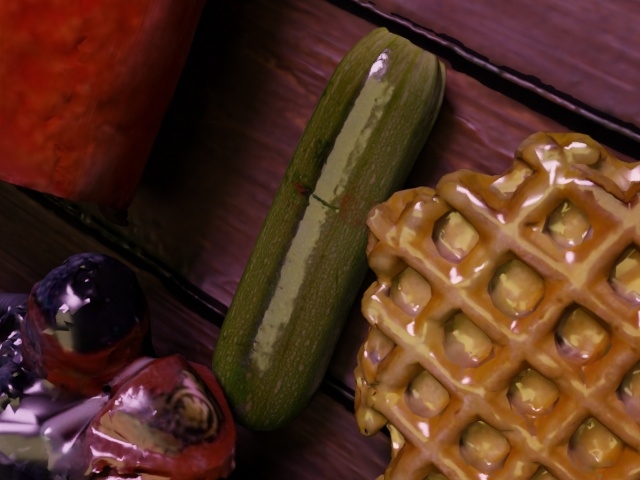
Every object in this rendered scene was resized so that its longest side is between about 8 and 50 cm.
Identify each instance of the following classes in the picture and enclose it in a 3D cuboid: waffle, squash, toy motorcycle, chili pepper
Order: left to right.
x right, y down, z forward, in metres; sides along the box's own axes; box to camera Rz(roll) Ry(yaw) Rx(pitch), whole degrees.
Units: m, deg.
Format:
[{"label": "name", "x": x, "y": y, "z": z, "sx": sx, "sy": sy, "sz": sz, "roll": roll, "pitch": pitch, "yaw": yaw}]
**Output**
[{"label": "toy motorcycle", "x": -0.187, "y": 0.092, "z": 0.505, "sx": 0.401, "sy": 0.134, "sz": 0.207, "roll": 10, "pitch": 120, "yaw": 34}, {"label": "chili pepper", "x": -0.153, "y": -0.191, "z": 0.455, "sx": 0.251, "sy": 0.229, "sz": 0.305, "roll": 31, "pitch": 95, "yaw": 49}, {"label": "squash", "x": 0.000, "y": 0.000, "z": 0.460, "sx": 0.066, "sy": 0.066, "sz": 0.228, "roll": 29, "pitch": 104, "yaw": 20}, {"label": "waffle", "x": 0.129, "y": 0.074, "z": 0.401, "sx": 0.245, "sy": 0.052, "sz": 0.254, "roll": -2, "pitch": 101, "yaw": 22}]
